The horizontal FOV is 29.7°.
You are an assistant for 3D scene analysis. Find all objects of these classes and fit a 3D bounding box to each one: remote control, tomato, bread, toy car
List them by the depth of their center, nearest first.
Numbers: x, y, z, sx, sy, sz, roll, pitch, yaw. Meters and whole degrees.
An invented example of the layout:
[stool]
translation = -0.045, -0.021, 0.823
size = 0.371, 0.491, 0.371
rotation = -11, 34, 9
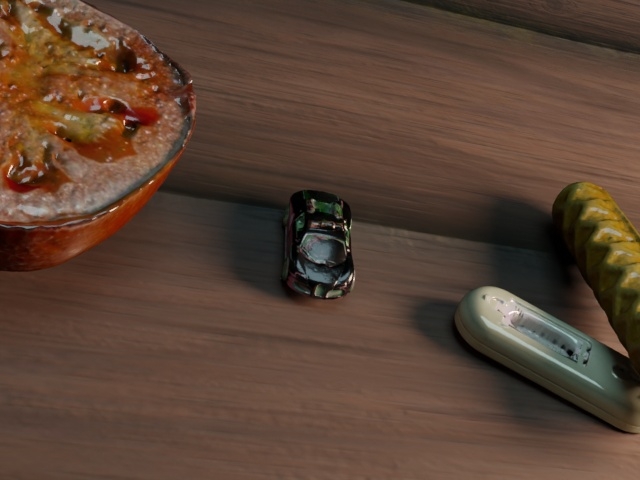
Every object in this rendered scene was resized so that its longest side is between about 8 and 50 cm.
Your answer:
[tomato]
translation = -0.291, -0.090, 1.060
size = 0.338, 0.144, 0.338
rotation = 13, 43, -12
[remote control]
translation = 0.233, 0.111, 1.167
size = 0.221, 0.042, 0.078
rotation = 28, 37, 4
[toy car]
translation = 0.000, 0.000, 1.172
size = 0.069, 0.055, 0.142
rotation = 11, 38, -10
[bread]
translation = 0.312, 0.049, 1.217
size = 0.084, 0.077, 0.367
rotation = 9, 31, -13
